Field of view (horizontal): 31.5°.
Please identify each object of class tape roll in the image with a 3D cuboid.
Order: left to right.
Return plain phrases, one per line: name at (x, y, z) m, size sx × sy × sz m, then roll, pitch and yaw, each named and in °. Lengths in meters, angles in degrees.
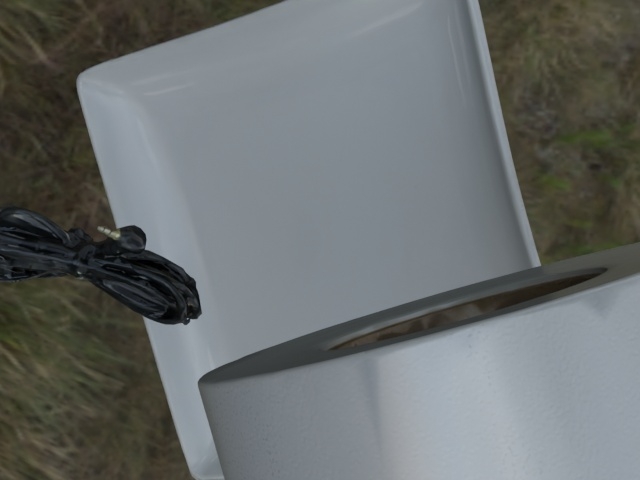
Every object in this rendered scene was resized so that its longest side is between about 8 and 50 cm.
tape roll at (0.084, 0.107, 0.501) m, size 0.246 × 0.246 × 0.169 m, roll -14°, pitch 89°, yaw -50°

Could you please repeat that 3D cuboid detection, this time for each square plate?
square plate at (0.000, 0.000, 0.832) m, size 0.049 × 0.344 × 0.347 m, roll -23°, pitch 100°, yaw -56°

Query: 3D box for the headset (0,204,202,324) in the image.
headset at (-0.183, 0.162, 0.511) m, size 0.185 × 0.243 × 0.394 m, roll 18°, pitch 63°, yaw -11°
